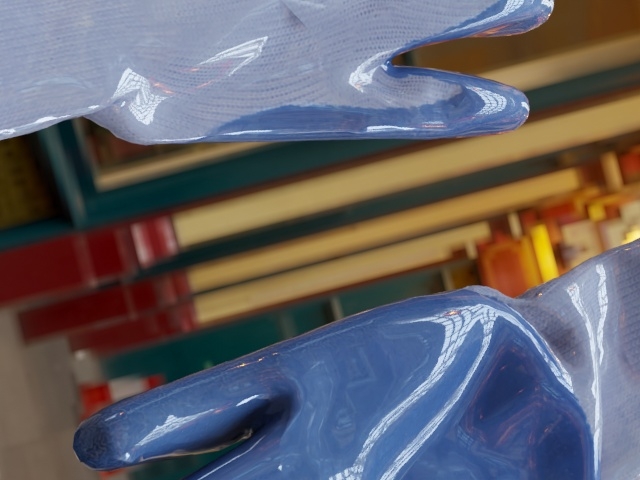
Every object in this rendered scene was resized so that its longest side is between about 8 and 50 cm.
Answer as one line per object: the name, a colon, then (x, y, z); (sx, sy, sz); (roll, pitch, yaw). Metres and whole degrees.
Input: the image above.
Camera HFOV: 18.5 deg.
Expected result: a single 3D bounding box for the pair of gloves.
pair of gloves: (0.000, 0.000, 0.348); (0.023, 0.159, 0.198); (-17, -86, 57)
